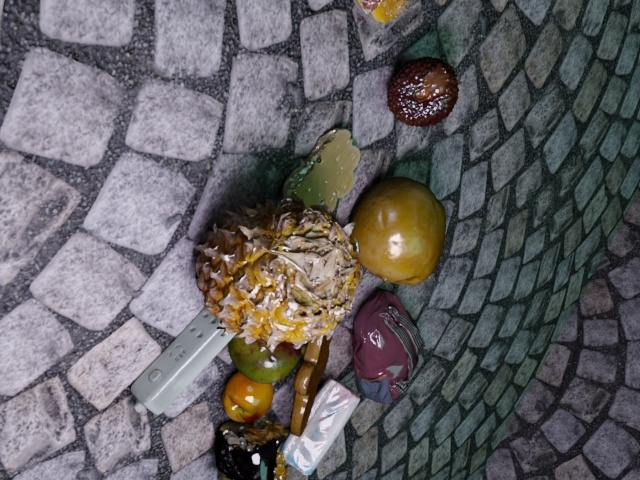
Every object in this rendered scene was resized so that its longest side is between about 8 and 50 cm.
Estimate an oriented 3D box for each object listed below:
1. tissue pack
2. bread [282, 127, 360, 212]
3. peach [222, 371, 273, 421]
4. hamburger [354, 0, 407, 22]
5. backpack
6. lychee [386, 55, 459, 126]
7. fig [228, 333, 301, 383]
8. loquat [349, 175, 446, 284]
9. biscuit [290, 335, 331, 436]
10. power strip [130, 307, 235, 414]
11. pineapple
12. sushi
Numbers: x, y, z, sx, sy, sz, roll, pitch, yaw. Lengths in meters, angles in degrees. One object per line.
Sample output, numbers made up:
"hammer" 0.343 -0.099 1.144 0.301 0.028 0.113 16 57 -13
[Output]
"tissue pack" 0.000 0.544 1.883 0.271 0.124 0.201 -56 175 -6
"bread" 0.008 -0.153 1.587 0.251 0.039 0.182 -50 140 -12
"peach" -0.186 0.403 1.647 0.138 0.138 0.138 -25 129 -35
"hamburger" 0.152 -0.597 1.414 0.173 0.116 0.210 0 112 -49
"backpack" 0.205 0.302 1.935 0.283 0.197 0.317 -53 140 -42
"lychee" 0.263 -0.382 1.624 0.188 0.188 0.188 -25 129 -35
"fig" -0.138 0.269 1.589 0.181 0.181 0.191 -46 163 -17
"loquat" 0.220 -0.022 1.726 0.276 0.276 0.284 35 83 -50
"biscuit" -0.027 0.321 1.715 0.283 0.064 0.433 -19 124 -77
"power strip" -0.291 0.247 1.474 0.385 0.091 0.062 -47 135 -15
"pineapple" -0.084 0.061 1.359 0.352 0.300 0.353 8 77 -35
"sushi" -0.177 0.597 1.703 0.200 0.213 0.204 -3 108 -50
